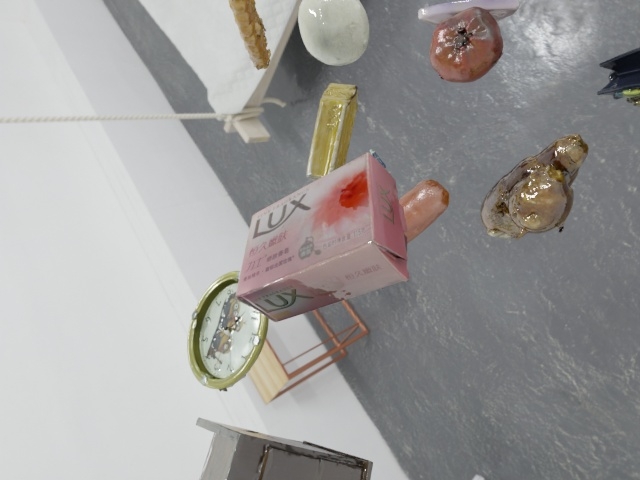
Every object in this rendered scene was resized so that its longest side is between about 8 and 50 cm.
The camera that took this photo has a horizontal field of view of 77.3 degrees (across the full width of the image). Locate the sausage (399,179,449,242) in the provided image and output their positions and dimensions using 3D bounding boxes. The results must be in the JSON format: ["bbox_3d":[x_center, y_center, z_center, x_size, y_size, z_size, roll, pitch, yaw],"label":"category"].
[{"bbox_3d":[0.241,-0.061,1.118,0.259,0.114,0.113,-41,71,14],"label":"sausage"}]

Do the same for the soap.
[{"bbox_3d":[0.035,-0.273,1.019,0.080,0.160,0.257,11,92,9],"label":"soap"}]

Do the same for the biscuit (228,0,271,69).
[{"bbox_3d":[-0.116,-0.363,0.543,0.254,0.035,0.253,-17,-90,-88],"label":"biscuit"}]

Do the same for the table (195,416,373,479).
[{"bbox_3d":[-0.070,0.341,0.509,0.173,0.193,0.169,-23,45,53],"label":"table"}]

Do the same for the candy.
[{"bbox_3d":[0.046,-0.797,1.503,0.296,0.185,0.295,21,144,16],"label":"candy"}]

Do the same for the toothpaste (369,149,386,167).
[{"bbox_3d":[0.195,-0.277,1.376,0.083,0.027,0.019,52,168,-12],"label":"toothpaste"}]

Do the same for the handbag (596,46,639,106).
[{"bbox_3d":[0.847,-0.369,0.876,0.329,0.304,0.121,-157,66,-70],"label":"handbag"}]

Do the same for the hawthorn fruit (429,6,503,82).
[{"bbox_3d":[0.384,-0.501,1.065,0.185,0.202,0.184,1,93,19],"label":"hawthorn fruit"}]

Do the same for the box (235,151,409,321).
[{"bbox_3d":[0.000,0.000,0.365,0.156,0.060,0.111,-24,42,27],"label":"box"}]

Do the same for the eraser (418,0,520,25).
[{"bbox_3d":[0.399,-0.632,1.133,0.244,0.204,0.059,-1,110,4],"label":"eraser"}]

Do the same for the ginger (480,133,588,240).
[{"bbox_3d":[0.559,-0.092,1.112,0.176,0.254,0.418,29,162,7],"label":"ginger"}]

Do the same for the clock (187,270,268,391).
[{"bbox_3d":[-0.179,0.178,0.809,0.237,0.057,0.236,-19,58,33],"label":"clock"}]
